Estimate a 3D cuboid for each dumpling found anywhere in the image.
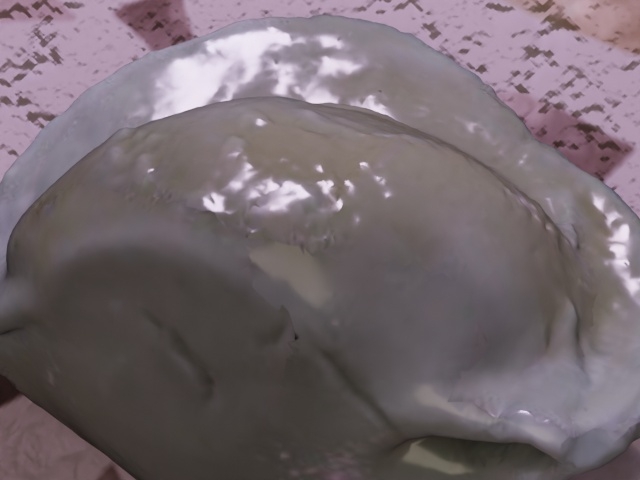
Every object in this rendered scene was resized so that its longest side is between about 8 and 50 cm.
[{"bbox_3d":[-0.004,0.017,0.796,0.320,0.212,0.270,32,91,-5],"label":"dumpling"}]
